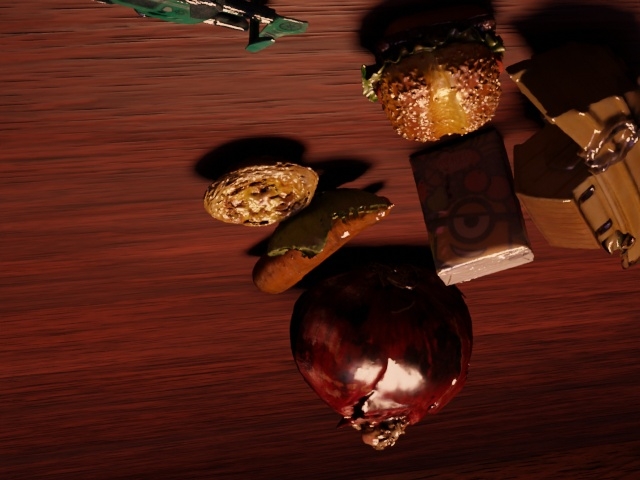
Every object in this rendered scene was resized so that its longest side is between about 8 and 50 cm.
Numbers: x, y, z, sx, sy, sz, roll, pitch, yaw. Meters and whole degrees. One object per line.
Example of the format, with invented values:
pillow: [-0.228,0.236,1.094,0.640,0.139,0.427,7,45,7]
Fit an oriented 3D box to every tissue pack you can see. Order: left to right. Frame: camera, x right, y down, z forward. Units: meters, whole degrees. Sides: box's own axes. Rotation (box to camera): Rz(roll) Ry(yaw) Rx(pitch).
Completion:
tissue pack: [0.169,-0.037,1.396,0.109,0.148,0.060,-17,160,17]

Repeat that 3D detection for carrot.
carrot: [0.000,0.000,1.541,0.059,0.059,0.248,9,148,-43]

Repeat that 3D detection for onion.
onion: [0.079,0.137,1.705,0.281,0.221,0.281,-21,126,-32]

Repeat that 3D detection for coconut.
coconut: [-0.004,-0.022,1.424,0.158,0.055,0.133,-26,-173,20]

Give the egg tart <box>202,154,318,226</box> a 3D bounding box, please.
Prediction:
egg tart: [-0.065,-0.062,1.356,0.129,0.049,0.129,-10,153,-5]

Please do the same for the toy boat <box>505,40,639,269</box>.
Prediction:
toy boat: [0.282,-0.084,1.351,0.162,0.136,0.445,-38,153,4]

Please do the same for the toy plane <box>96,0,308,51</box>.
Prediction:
toy plane: [-0.103,-0.193,0.981,0.235,0.060,0.096,9,159,-36]

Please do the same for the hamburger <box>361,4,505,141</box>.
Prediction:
hamburger: [0.108,-0.146,1.166,0.137,0.087,0.166,-12,159,3]
